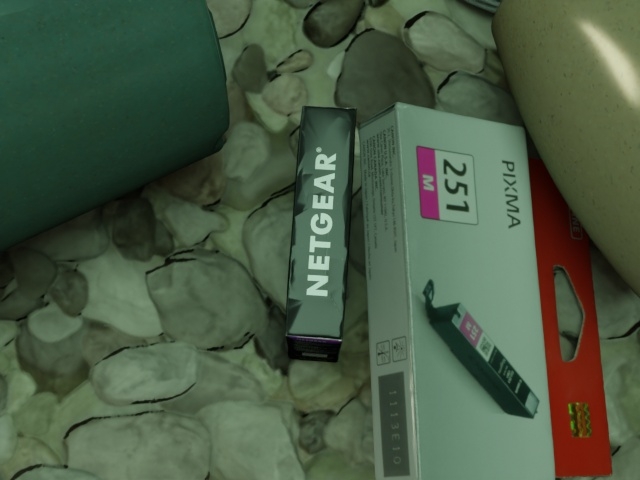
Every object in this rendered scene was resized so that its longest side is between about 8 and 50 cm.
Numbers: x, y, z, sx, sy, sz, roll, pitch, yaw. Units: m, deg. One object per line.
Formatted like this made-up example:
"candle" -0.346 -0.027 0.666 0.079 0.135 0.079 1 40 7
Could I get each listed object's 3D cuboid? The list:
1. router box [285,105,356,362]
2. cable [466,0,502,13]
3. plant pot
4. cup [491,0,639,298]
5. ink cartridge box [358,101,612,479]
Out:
"router box" 0.000 0.000 0.811 0.046 0.133 0.178 3 77 0
"cable" 0.199 -0.324 0.915 0.257 0.089 0.257 27 77 5
"plant pot" -0.265 -0.129 0.752 0.334 0.341 0.341 -21 78 -14
"cup" 0.268 -0.147 0.749 0.237 0.331 0.331 42 79 7
"ink cartridge box" 0.146 0.048 0.784 0.239 0.060 0.275 6 75 -31
